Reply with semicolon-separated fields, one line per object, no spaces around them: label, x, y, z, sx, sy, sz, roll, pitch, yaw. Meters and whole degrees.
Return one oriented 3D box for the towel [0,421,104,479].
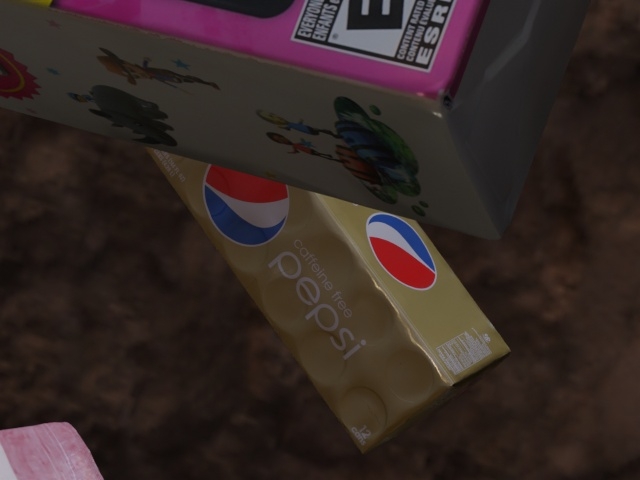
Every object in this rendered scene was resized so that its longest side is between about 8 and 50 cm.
towel;-0.281;0.193;1.302;0.329;0.237;0.037;-1;-63;-29

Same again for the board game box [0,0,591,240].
board game box;-0.056;-0.152;0.602;0.224;0.303;0.097;-69;-23;-14

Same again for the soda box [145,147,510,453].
soda box;0.000;0.000;0.878;0.061;0.181;0.058;-41;-11;32
